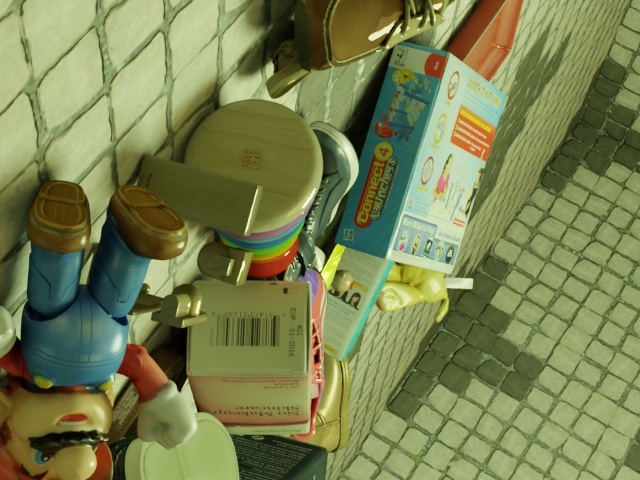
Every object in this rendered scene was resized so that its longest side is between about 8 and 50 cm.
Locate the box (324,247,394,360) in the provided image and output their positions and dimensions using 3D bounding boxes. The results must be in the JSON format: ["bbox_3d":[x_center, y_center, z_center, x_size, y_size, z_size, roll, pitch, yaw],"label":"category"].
[{"bbox_3d":[0.048,0.070,2.086,0.244,0.100,0.060,-65,167,23],"label":"box"}]

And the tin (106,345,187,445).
[{"bbox_3d":[-0.224,0.213,1.533,0.190,0.040,0.106,-56,170,-11],"label":"tin"}]

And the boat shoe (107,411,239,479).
[{"bbox_3d":[-0.192,0.282,1.502,0.340,0.113,0.127,7,69,-76],"label":"boat shoe"}]

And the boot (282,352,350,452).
[{"bbox_3d":[-0.063,0.286,2.109,0.269,0.089,0.236,-13,97,-47],"label":"boot"}]

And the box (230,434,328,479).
[{"bbox_3d":[-0.165,0.456,1.720,0.395,0.212,0.293,-26,125,-67],"label":"box"}]

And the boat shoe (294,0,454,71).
[{"bbox_3d":[0.078,-0.274,1.354,0.324,0.120,0.123,-50,140,-50],"label":"boat shoe"}]

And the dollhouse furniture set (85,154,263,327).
[{"bbox_3d":[-0.133,0.003,1.241,0.123,0.144,0.151,0,105,-80],"label":"dollhouse furniture set"}]

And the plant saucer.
[{"bbox_3d":[0.265,-0.318,2.165,0.259,0.047,0.258,-54,166,-21],"label":"plant saucer"}]

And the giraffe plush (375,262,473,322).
[{"bbox_3d":[0.159,0.057,2.389,0.170,0.210,0.181,7,-103,69],"label":"giraffe plush"}]

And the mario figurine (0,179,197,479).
[{"bbox_3d":[-0.204,0.118,1.086,0.170,0.198,0.320,-62,171,-60],"label":"mario figurine"}]

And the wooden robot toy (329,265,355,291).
[{"bbox_3d":[0.026,0.044,1.992,0.076,0.079,0.173,-51,164,-33],"label":"wooden robot toy"}]

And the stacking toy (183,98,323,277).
[{"bbox_3d":[-0.074,-0.034,1.403,0.141,0.141,0.330,-56,173,-15],"label":"stacking toy"}]

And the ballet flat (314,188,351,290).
[{"bbox_3d":[0.000,0.000,1.849,0.231,0.077,0.077,-59,146,-9],"label":"ballet flat"}]

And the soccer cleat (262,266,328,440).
[{"bbox_3d":[-0.031,0.159,1.793,0.108,0.116,0.318,-13,141,-16],"label":"soccer cleat"}]

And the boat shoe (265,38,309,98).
[{"bbox_3d":[-0.031,-0.192,1.350,0.050,0.045,0.135,-36,-172,32],"label":"boat shoe"}]

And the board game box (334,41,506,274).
[{"bbox_3d":[0.157,-0.113,1.885,0.308,0.086,0.302,15,92,-66],"label":"board game box"}]

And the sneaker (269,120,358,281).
[{"bbox_3d":[-0.030,-0.034,1.604,0.163,0.086,0.226,-54,167,-34],"label":"sneaker"}]

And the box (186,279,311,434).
[{"bbox_3d":[-0.085,0.152,1.588,0.232,0.148,0.127,90,1,-64],"label":"box"}]
